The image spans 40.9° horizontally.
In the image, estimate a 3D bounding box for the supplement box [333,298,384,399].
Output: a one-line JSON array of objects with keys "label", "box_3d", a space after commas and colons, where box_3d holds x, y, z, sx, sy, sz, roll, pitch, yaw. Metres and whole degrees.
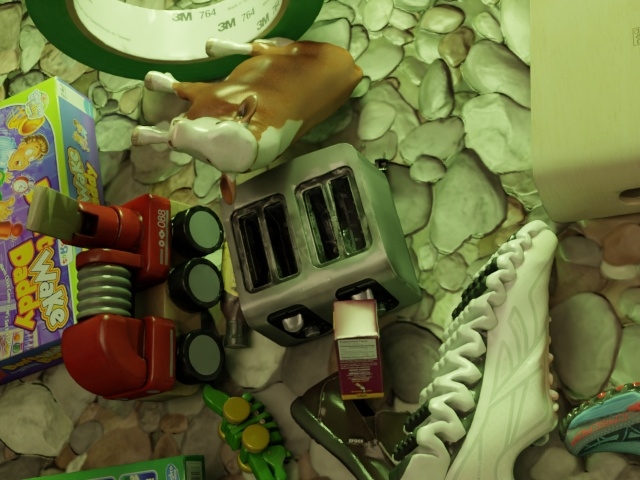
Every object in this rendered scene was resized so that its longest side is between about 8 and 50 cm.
[{"label": "supplement box", "box_3d": [0.037, 0.105, 0.822, 0.043, 0.083, 0.055, -4, 36, 4]}]

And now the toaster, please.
[{"label": "toaster", "box_3d": [0.000, 0.000, 0.894, 0.168, 0.110, 0.185, -20, 68, 16]}]

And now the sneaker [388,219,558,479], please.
[{"label": "sneaker", "box_3d": [0.167, 0.116, 0.787, 0.118, 0.110, 0.292, 26, 68, 3]}]

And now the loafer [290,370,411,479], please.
[{"label": "loafer", "box_3d": [0.065, 0.199, 0.820, 0.220, 0.080, 0.078, 36, 90, 29]}]

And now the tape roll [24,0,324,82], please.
[{"label": "tape roll", "box_3d": [-0.156, -0.291, 0.937, 0.322, 0.321, 0.077, -15, 68, 19]}]

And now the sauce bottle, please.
[{"label": "sauce bottle", "box_3d": [-0.091, 0.056, 0.957, 0.042, 0.042, 0.128, -8, 73, 21]}]

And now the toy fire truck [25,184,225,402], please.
[{"label": "toy fire truck", "box_3d": [-0.216, 0.044, 0.876, 0.159, 0.246, 0.216, -19, 65, 41]}]

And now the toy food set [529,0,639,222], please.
[{"label": "toy food set", "box_3d": [0.325, -0.180, 0.836, 0.220, 0.092, 0.305, -8, 69, 33]}]

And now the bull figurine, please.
[{"label": "bull figurine", "box_3d": [-0.082, -0.141, 0.905, 0.189, 0.310, 0.101, 18, 123, 27]}]

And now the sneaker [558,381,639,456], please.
[{"label": "sneaker", "box_3d": [0.332, 0.170, 0.702, 0.262, 0.104, 0.125, -11, 72, 20]}]

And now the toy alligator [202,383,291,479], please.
[{"label": "toy alligator", "box_3d": [-0.056, 0.217, 0.887, 0.051, 0.056, 0.189, -23, 58, -30]}]

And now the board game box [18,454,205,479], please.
[{"label": "board game box", "box_3d": [-0.205, 0.387, 0.845, 0.214, 0.046, 0.317, -13, 71, 18]}]

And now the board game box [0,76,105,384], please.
[{"label": "board game box", "box_3d": [-0.388, -0.006, 1.085, 0.234, 0.078, 0.346, -21, 66, 16]}]
